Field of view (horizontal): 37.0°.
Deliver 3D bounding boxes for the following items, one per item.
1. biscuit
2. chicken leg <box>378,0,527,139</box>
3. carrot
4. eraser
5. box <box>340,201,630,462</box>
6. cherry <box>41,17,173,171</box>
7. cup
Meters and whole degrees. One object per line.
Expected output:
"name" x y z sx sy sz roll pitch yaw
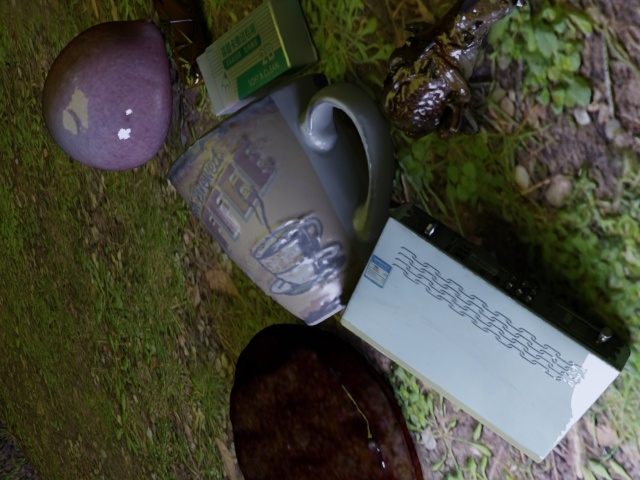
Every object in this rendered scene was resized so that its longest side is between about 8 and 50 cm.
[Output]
"biscuit" 0.007 0.312 1.375 0.407 0.091 0.407 26 122 50
"chicken leg" 0.132 -0.192 0.987 0.125 0.080 0.196 37 126 29
"carrot" -0.215 -0.338 1.442 0.069 0.069 0.228 -23 86 57
"eraser" -0.091 -0.247 1.305 0.225 0.052 0.095 -18 90 58
"box" 0.163 0.096 0.996 0.270 0.045 0.210 34 136 13
"cherry" -0.347 -0.241 1.550 0.239 0.206 0.239 167 90 -70
"cup" -0.001 -0.054 1.130 0.257 0.227 0.301 54 141 1
